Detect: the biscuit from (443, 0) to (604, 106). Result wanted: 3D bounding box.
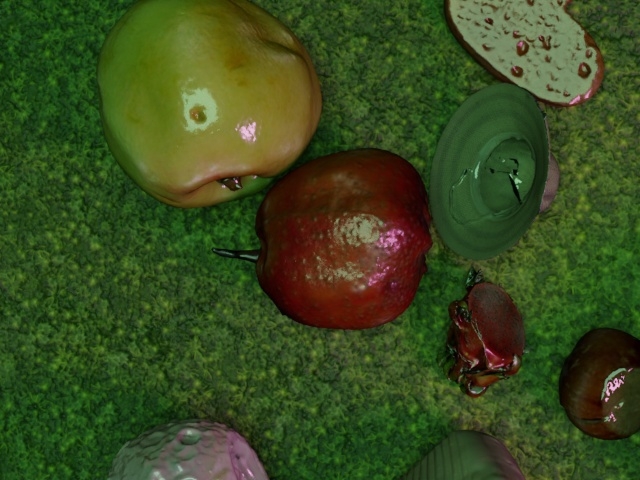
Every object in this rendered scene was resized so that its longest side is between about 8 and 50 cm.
[{"bbox_3d":[0.326,-0.348,1.754,0.262,0.052,0.277,35,95,3],"label":"biscuit"}]

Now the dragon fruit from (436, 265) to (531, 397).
[{"bbox_3d":[0.223,0.143,1.733,0.138,0.142,0.175,18,117,-25],"label":"dragon fruit"}]

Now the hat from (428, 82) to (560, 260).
[{"bbox_3d":[0.271,-0.090,1.725,0.110,0.252,0.252,10,92,-34],"label":"hat"}]

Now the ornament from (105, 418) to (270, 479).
[{"bbox_3d":[-0.189,0.381,1.722,0.225,0.259,0.259,-26,86,9],"label":"ornament"}]

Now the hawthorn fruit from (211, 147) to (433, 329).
[{"bbox_3d":[0.000,0.000,1.696,0.300,0.254,0.254,-1,90,-3],"label":"hawthorn fruit"}]

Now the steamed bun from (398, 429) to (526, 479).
[{"bbox_3d":[0.151,0.461,1.686,0.383,0.247,0.236,-40,104,6],"label":"steamed bun"}]

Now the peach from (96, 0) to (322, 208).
[{"bbox_3d":[-0.165,-0.198,1.708,0.281,0.314,0.315,-44,73,34],"label":"peach"}]

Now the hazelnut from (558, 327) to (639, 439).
[{"bbox_3d":[0.397,0.197,1.704,0.143,0.143,0.154,6,106,8],"label":"hazelnut"}]
